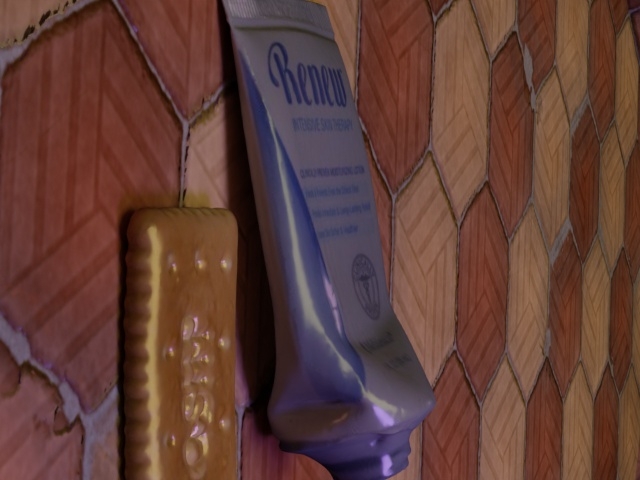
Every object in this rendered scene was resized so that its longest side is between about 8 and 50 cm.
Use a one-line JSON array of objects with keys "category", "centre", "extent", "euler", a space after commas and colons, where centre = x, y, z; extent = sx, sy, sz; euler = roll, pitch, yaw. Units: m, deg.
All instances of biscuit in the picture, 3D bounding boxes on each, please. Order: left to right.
[{"category": "biscuit", "centre": [-0.097, 0.100, 1.150], "extent": [0.160, 0.030, 0.249], "euler": [-1, 92, -69]}]

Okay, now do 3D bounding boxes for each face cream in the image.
[{"category": "face cream", "centre": [0.000, 0.000, 1.336], "extent": [0.235, 0.137, 0.420], "euler": [-12, 90, -67]}]
